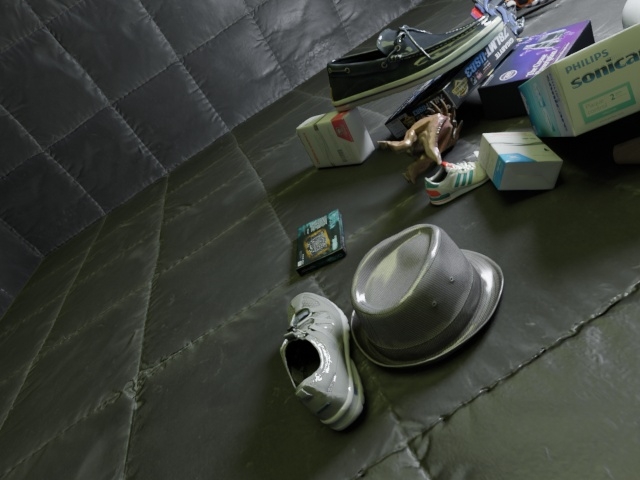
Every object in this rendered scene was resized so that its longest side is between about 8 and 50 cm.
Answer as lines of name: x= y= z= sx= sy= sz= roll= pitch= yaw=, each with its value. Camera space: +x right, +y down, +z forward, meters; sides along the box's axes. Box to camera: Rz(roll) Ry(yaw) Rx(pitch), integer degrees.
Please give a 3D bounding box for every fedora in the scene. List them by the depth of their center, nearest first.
fedora: x=0.150 y=0.067 z=0.661 sx=0.275 sy=0.124 sz=0.243 roll=-43 pitch=31 yaw=-16

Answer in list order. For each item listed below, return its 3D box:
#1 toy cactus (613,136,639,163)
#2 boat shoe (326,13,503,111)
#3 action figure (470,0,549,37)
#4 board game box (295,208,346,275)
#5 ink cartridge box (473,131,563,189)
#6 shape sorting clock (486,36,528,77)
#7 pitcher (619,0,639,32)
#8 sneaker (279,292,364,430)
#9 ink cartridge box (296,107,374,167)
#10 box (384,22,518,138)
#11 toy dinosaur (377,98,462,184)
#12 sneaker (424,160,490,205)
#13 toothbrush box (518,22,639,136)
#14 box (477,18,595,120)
toy cactus: x=0.561 y=-0.157 z=0.628 sx=0.180 sy=0.112 sz=0.219 roll=-5 pitch=48 yaw=56
boat shoe: x=0.221 y=-0.498 z=1.092 sx=0.500 sy=0.156 sz=0.187 roll=-7 pitch=29 yaw=38
action figure: x=0.700 y=-0.826 z=1.465 sx=0.330 sy=0.178 sz=0.341 roll=-27 pitch=57 yaw=26
board game box: x=0.000 y=0.000 z=1.008 sx=0.126 sy=0.026 sz=0.186 roll=-25 pitch=30 yaw=15
ink cartridge box: x=0.383 y=-0.169 z=0.806 sx=0.104 sy=0.060 sz=0.180 roll=-1 pitch=35 yaw=3
shape sorting clock: x=0.573 y=-0.572 z=1.270 sx=0.206 sy=0.040 sz=0.206 roll=-21 pitch=34 yaw=15
pitcher: x=0.735 y=-0.479 z=0.912 sx=0.177 sy=0.125 sz=0.207 roll=-25 pitch=38 yaw=46
sneaker: x=-0.013 y=0.164 z=0.669 sx=0.105 sy=0.115 sz=0.281 roll=-46 pitch=28 yaw=8
ink cartridge box: x=0.046 y=-0.328 z=1.312 sx=0.217 sy=0.159 sz=0.092 roll=4 pitch=42 yaw=46
box: x=0.360 y=-0.443 z=1.158 sx=0.295 sy=0.073 sz=0.293 roll=-48 pitch=16 yaw=-16
toy dinosaur: x=0.253 y=-0.238 z=0.919 sx=0.200 sy=0.127 sz=0.296 roll=-36 pitch=7 yaw=9
sneaker: x=0.299 y=-0.144 z=0.873 sx=0.161 sy=0.075 sz=0.057 roll=-30 pitch=30 yaw=7
toothbrush box: x=0.506 y=-0.285 z=0.720 sx=0.216 sy=0.126 sz=0.295 roll=-22 pitch=5 yaw=20
box: x=0.549 y=-0.426 z=1.023 sx=0.184 sy=0.103 sz=0.261 roll=5 pitch=47 yaw=52
